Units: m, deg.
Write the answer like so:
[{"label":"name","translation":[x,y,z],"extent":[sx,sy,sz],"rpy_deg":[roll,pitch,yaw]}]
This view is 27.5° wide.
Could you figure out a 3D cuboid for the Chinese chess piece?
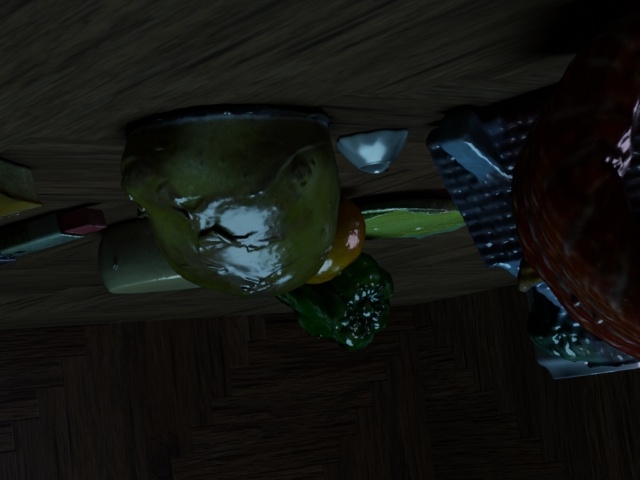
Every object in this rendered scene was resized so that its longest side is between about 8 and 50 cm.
[{"label":"Chinese chess piece","translation":[-0.229,0.022,2.140],"extent":[0.273,0.102,0.273],"rpy_deg":[-7,174,-1]}]

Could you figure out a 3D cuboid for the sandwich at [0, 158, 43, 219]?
[{"label":"sandwich","translation":[-0.440,-0.049,1.553],"extent":[0.193,0.058,0.162],"rpy_deg":[-11,173,10]}]

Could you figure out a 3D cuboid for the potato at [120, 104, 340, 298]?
[{"label":"potato","translation":[-0.092,-0.034,1.499],"extent":[0.246,0.196,0.300],"rpy_deg":[-11,170,16]}]

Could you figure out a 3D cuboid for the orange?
[{"label":"orange","translation":[0.000,0.000,2.034],"extent":[0.156,0.124,0.156],"rpy_deg":[-26,175,-3]}]

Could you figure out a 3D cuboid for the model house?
[{"label":"model house","translation":[0.333,-0.063,1.550],"extent":[0.360,0.297,0.339],"rpy_deg":[-14,139,45]}]

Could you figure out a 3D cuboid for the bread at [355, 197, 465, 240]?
[{"label":"bread","translation":[0.118,-0.036,2.232],"extent":[0.301,0.045,0.301],"rpy_deg":[-6,172,-1]}]

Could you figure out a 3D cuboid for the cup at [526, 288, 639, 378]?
[{"label":"cup","translation":[0.519,0.064,2.297],"extent":[0.323,0.326,0.237],"rpy_deg":[-12,172,22]}]

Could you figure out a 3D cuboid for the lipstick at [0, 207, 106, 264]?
[{"label":"lipstick","translation":[-0.437,-0.005,1.943],"extent":[0.312,0.051,0.051],"rpy_deg":[-15,168,36]}]

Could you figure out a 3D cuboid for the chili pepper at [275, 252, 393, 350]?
[{"label":"chili pepper","translation":[-0.007,0.070,2.430],"extent":[0.167,0.213,0.385],"rpy_deg":[-40,-147,-21]}]

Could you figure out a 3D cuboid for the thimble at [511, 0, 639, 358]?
[{"label":"thimble","translation":[0.351,-0.051,1.220],"extent":[0.350,0.350,0.230],"rpy_deg":[-8,172,3]}]

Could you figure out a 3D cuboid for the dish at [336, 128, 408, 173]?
[{"label":"dish","translation":[0.068,-0.107,1.664],"extent":[0.091,0.039,0.137],"rpy_deg":[-8,171,1]}]
